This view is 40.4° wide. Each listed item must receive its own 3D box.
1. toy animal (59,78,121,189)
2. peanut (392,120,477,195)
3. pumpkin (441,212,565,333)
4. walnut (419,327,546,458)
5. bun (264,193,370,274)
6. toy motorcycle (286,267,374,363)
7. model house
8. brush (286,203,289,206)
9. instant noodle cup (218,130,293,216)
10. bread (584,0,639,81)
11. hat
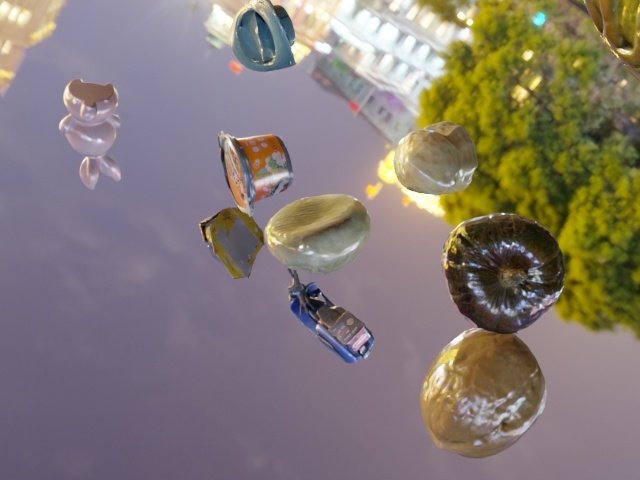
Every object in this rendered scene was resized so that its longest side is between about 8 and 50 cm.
[{"bbox_3d":[-0.470,-0.214,1.768,0.124,0.213,0.124,7,-147,-5],"label":"toy animal"},{"bbox_3d":[0.224,-0.155,1.690,0.149,0.149,0.313,41,-161,11],"label":"peanut"},{"bbox_3d":[0.384,0.065,1.812,0.260,0.260,0.189,33,-173,-10],"label":"pumpkin"},{"bbox_3d":[0.392,0.377,2.129,0.332,0.333,0.333,32,-160,-13],"label":"walnut"},{"bbox_3d":[0.000,0.000,1.651,0.222,0.222,0.128,-95,-9,-65],"label":"bun"},{"bbox_3d":[0.014,0.217,2.537,0.358,0.125,0.213,36,165,39],"label":"toy motorcycle"},{"bbox_3d":[-0.296,0.000,2.592,0.219,0.135,0.207,52,-133,-36],"label":"model house"},{"bbox_3d":[-0.089,-0.025,2.492,0.196,0.021,0.070,-81,-31,-48],"label":"brush"},{"bbox_3d":[-0.138,-0.164,1.957,0.177,0.125,0.208,146,106,-70],"label":"instant noodle cup"},{"bbox_3d":[0.473,-0.290,1.171,0.333,0.160,0.333,38,-153,-24],"label":"bread"},{"bbox_3d":[-0.089,-0.373,1.555,0.191,0.078,0.138,0,119,58],"label":"hat"}]
